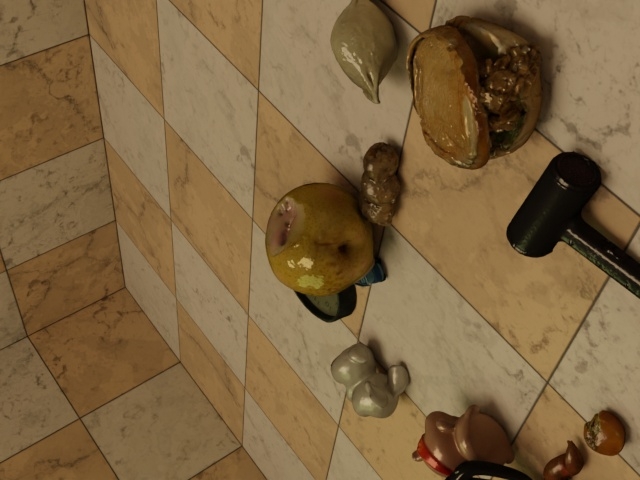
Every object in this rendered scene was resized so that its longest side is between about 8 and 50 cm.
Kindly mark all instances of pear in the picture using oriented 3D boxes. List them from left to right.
[{"bbox_3d":[0.000,0.000,1.957,0.271,0.271,0.271,42,148,35],"label":"pear"}]

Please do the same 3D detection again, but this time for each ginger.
[{"bbox_3d":[0.121,-0.118,1.830,0.104,0.080,0.204,53,155,30],"label":"ginger"}]

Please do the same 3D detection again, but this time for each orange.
[{"bbox_3d":[0.518,0.357,1.591,0.086,0.062,0.086,42,150,31],"label":"orange"}]

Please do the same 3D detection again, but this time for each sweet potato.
[{"bbox_3d":[0.486,0.469,1.767,0.202,0.058,0.055,97,153,-52],"label":"sweet potato"}]

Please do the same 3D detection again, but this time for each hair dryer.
[{"bbox_3d":[0.434,-0.004,1.393,0.251,0.089,0.197,42,147,17],"label":"hair dryer"}]

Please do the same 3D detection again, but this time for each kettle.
[{"bbox_3d":[0.370,0.565,1.850,0.144,0.232,0.202,-81,9,-56],"label":"kettle"}]

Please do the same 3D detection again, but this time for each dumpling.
[{"bbox_3d":[0.079,-0.357,1.636,0.215,0.126,0.166,57,170,3],"label":"dumpling"}]

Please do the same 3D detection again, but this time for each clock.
[{"bbox_3d":[-0.012,0.088,2.303,0.280,0.055,0.280,42,147,35],"label":"clock"}]

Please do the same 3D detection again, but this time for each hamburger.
[{"bbox_3d":[0.246,-0.245,1.414,0.243,0.146,0.286,64,161,10],"label":"hamburger"}]

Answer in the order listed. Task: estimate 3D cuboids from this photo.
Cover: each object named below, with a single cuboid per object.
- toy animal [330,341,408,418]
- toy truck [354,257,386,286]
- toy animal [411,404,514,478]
[{"bbox_3d":[0.123,0.355,2.238,0.193,0.127,0.178,46,149,34],"label":"toy animal"},{"bbox_3d":[0.093,0.073,2.075,0.136,0.074,0.063,12,126,59],"label":"toy truck"},{"bbox_3d":[0.315,0.457,1.947,0.198,0.171,0.171,-32,87,43],"label":"toy animal"}]
